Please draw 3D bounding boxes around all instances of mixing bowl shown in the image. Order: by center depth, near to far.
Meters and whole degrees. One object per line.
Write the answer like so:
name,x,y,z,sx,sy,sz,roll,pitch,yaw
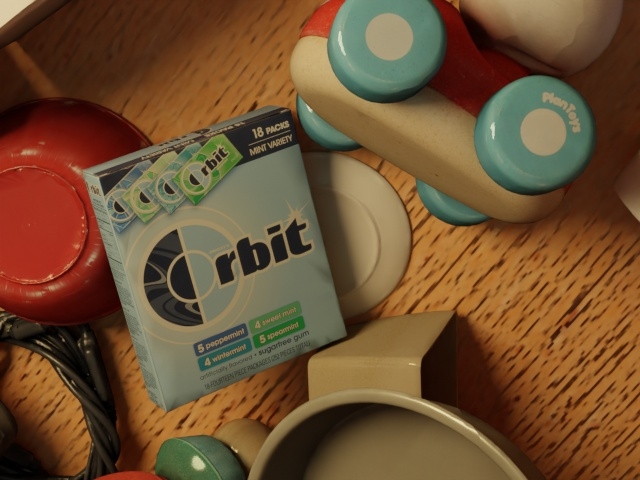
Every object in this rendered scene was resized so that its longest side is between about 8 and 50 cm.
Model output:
mixing bowl,-0.207,-0.016,1.078,0.181,0.098,0.181,0,98,3

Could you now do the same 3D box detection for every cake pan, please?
cake pan,0.070,0.241,1.027,0.293,0.054,0.293,11,108,36

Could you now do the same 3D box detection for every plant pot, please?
plant pot,0.047,0.117,1.109,0.096,0.109,0.109,5,110,19

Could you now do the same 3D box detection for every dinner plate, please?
dinner plate,0.000,0.000,1.119,0.141,0.017,0.141,3,109,8

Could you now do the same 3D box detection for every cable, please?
cable,-0.240,0.146,1.182,0.150,0.047,0.184,-10,108,11

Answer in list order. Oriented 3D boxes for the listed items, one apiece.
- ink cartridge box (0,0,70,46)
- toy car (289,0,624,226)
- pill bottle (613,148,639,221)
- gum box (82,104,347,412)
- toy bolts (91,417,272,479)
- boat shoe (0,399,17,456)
ink cartridge box,-0.247,-0.278,0.960,0.197,0.198,0.270,-34,101,16
toy car,0.117,-0.153,0.985,0.210,0.219,0.238,32,81,-3
pill bottle,0.330,-0.103,0.969,0.152,0.152,0.272,38,110,-6
gum box,-0.075,0.012,1.059,0.157,0.041,0.184,-22,109,-23
toy bolts,-0.102,0.249,1.181,0.218,0.158,0.228,21,129,43
boat shoe,-0.386,0.081,1.153,0.335,0.095,0.112,41,131,11
